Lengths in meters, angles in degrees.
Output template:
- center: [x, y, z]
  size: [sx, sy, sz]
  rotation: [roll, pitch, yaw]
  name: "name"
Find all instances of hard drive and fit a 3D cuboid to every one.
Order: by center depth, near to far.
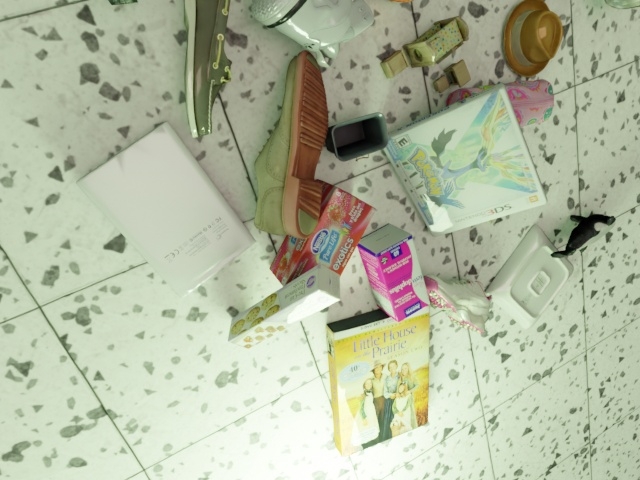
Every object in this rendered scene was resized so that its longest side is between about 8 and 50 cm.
- center: [-0.311, -0.057, 0.938]
  size: [0.210, 0.040, 0.319]
  rotation: [-38, 117, -9]
  name: "hard drive"

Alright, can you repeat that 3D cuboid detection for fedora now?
- center: [0.567, -0.529, 1.149]
  size: [0.194, 0.079, 0.194]
  rotation: [-8, 110, -21]
  name: "fedora"

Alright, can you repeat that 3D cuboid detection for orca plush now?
- center: [0.835, -0.030, 1.429]
  size: [0.287, 0.102, 0.151]
  rotation: [-31, 150, -17]
  name: "orca plush"

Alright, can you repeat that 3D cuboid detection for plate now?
- center: [0.697, 0.132, 1.435]
  size: [0.277, 0.045, 0.278]
  rotation: [37, 89, -29]
  name: "plate"

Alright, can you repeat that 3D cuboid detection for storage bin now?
- center: [0.075, -0.237, 1.021]
  size: [0.135, 0.091, 0.098]
  rotation: [-21, 113, -16]
  name: "storage bin"

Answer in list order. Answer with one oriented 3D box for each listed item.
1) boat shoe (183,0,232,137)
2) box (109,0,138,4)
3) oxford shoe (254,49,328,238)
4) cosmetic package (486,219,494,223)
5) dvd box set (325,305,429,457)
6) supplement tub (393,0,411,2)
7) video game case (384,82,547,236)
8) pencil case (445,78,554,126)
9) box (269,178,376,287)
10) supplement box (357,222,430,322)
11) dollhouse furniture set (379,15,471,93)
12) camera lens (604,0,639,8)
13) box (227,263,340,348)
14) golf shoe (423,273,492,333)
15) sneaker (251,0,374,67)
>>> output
- center: [-0.214, -0.351, 0.849]
  size: [0.091, 0.109, 0.305]
  rotation: [-1, 103, -18]
  name: "boat shoe"
- center: [-0.340, -0.483, 0.688]
  size: [0.051, 0.220, 0.175]
  rotation: [-14, 111, -14]
  name: "box"
- center: [-0.077, -0.205, 0.940]
  size: [0.140, 0.146, 0.397]
  rotation: [16, 79, -62]
  name: "oxford shoe"
- center: [0.505, -0.108, 1.276]
  size: [0.115, 0.041, 0.060]
  rotation: [-45, 118, -5]
  name: "cosmetic package"
- center: [0.176, 0.398, 1.283]
  size: [0.307, 0.062, 0.420]
  rotation: [-11, 111, -21]
  name: "dvd box set"
- center: [0.179, -0.618, 0.930]
  size: [0.117, 0.117, 0.190]
  rotation: [5, 104, -25]
  name: "supplement tub"
- center: [0.352, -0.174, 1.086]
  size: [0.300, 0.036, 0.329]
  rotation: [-19, 122, 30]
  name: "video game case"
- center: [0.465, -0.345, 1.141]
  size: [0.284, 0.124, 0.124]
  rotation: [-12, 111, -21]
  name: "pencil case"
- center: [0.000, 0.000, 1.042]
  size: [0.122, 0.128, 0.257]
  rotation: [26, 95, -27]
  name: "box"
- center: [0.192, 0.086, 1.163]
  size: [0.111, 0.114, 0.220]
  rotation: [-28, 117, -14]
  name: "supplement box"
- center: [0.268, -0.401, 1.046]
  size: [0.182, 0.101, 0.161]
  rotation: [-39, 117, -8]
  name: "dollhouse furniture set"
- center: [0.808, -0.752, 1.102]
  size: [0.219, 0.219, 0.274]
  rotation: [-43, 118, -6]
  name: "camera lens"
- center: [-0.090, 0.155, 0.983]
  size: [0.063, 0.067, 0.324]
  rotation: [30, 134, -32]
  name: "box"
- center: [0.397, 0.156, 1.287]
  size: [0.306, 0.115, 0.140]
  rotation: [37, 79, -35]
  name: "golf shoe"
- center: [0.018, -0.539, 0.881]
  size: [0.210, 0.137, 0.366]
  rotation: [29, 80, -42]
  name: "sneaker"
